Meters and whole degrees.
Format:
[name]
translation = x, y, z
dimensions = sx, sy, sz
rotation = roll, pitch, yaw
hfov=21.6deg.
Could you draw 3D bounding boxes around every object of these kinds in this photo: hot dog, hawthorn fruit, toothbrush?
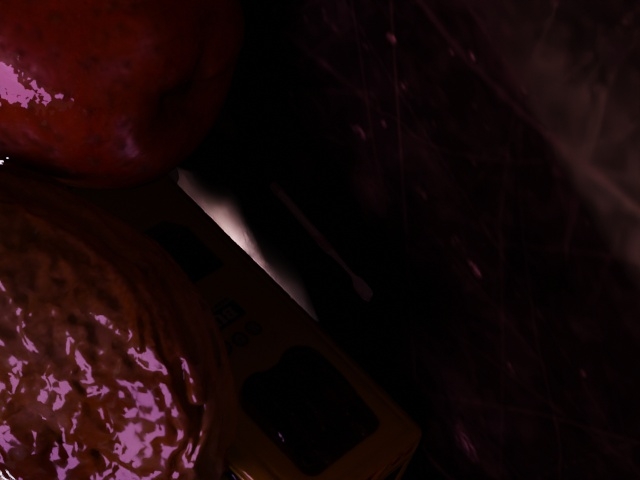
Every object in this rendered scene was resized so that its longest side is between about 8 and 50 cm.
[hot dog]
translation = -0.159, 0.058, 0.913
dimensions = 0.259, 0.114, 0.175
rotation = 24, 116, 2
[hawthorn fruit]
translation = -0.133, -0.113, 0.936
dimensions = 0.189, 0.189, 0.189
rotation = 41, 146, 36
[toothbrush]
translation = 0.000, 0.000, 0.979
dimensions = 0.097, 0.006, 0.008
rotation = 50, 154, 24

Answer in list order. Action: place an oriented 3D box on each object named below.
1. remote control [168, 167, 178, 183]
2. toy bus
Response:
[remote control]
translation = -0.152, -0.076, 1.152
dimensions = 0.166, 0.029, 0.065
rotation = 12, 125, 51
[toy bus]
translation = -0.098, 0.063, 1.037
dimensions = 0.331, 0.145, 0.151
rotation = 44, 143, 16
